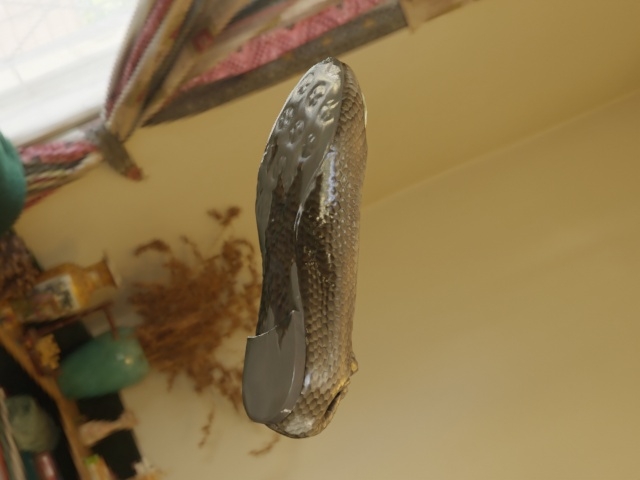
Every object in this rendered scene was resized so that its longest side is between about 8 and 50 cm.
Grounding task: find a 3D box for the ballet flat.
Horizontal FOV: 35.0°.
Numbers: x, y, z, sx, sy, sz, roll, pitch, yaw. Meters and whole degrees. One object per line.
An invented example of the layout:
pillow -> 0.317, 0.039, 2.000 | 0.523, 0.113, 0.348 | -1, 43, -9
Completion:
ballet flat -> 0.000, 0.000, 0.622 | 0.084, 0.058, 0.249 | -30, -133, 47
